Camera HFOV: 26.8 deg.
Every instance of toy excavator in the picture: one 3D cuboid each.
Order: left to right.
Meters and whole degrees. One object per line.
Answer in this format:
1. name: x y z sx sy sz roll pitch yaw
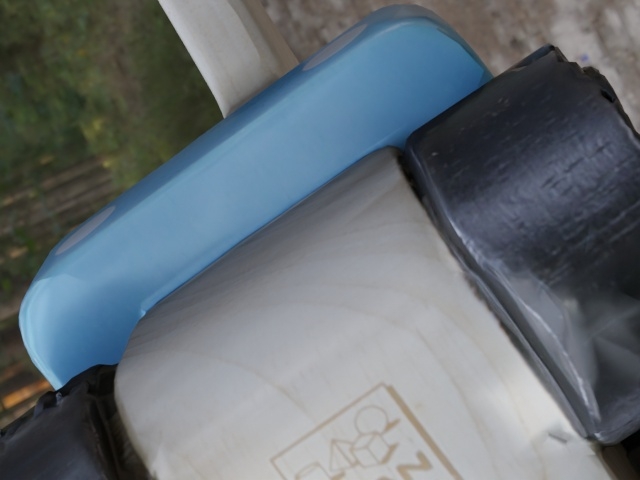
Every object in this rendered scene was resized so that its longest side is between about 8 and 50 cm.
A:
1. toy excavator: 0.000 0.000 0.554 0.433 0.222 0.445 52 -173 -13
